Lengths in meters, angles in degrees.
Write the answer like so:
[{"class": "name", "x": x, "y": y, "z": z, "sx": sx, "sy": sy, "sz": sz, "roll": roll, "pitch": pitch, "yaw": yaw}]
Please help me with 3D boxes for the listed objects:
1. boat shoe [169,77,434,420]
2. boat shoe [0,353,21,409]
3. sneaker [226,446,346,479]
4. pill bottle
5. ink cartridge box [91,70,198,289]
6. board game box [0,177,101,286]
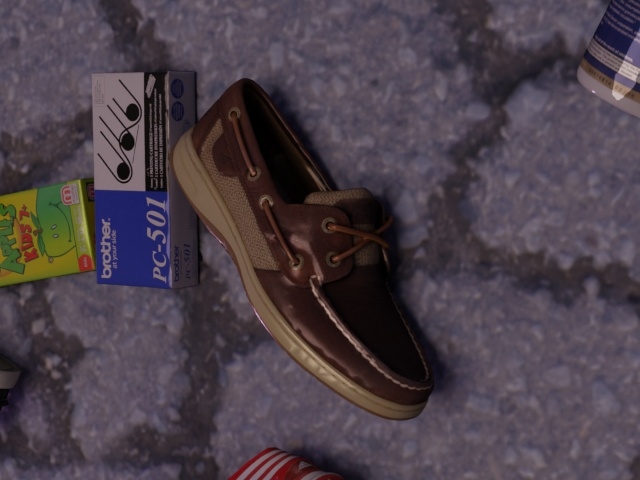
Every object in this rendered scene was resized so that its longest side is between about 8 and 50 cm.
[{"class": "boat shoe", "x": 0.000, "y": 0.000, "z": 1.402, "sx": 0.123, "sy": 0.123, "sz": 0.342, "roll": -49, "pitch": 63, "yaw": 28}, {"class": "boat shoe", "x": -0.476, "y": 0.130, "z": 1.720, "sx": 0.340, "sy": 0.127, "sz": 0.113, "roll": 20, "pitch": 94, "yaw": 21}, {"class": "sneaker", "x": -0.037, "y": 0.294, "z": 1.493, "sx": 0.128, "sy": 0.087, "sz": 0.221, "roll": 29, "pitch": 113, "yaw": 48}, {"class": "pill bottle", "x": 0.272, "y": -0.179, "z": 1.218, "sx": 0.094, "sy": 0.094, "sz": 0.169, "roll": 34, "pitch": 112, "yaw": 26}, {"class": "ink cartridge box", "x": -0.169, "y": -0.059, "z": 1.548, "sx": 0.097, "sy": 0.046, "sz": 0.207, "roll": 2, "pitch": 96, "yaw": 34}, {"class": "board game box", "x": -0.291, "y": -0.005, "z": 1.634, "sx": 0.181, "sy": 0.043, "sz": 0.092, "roll": -10, "pitch": 90, "yaw": 33}]
